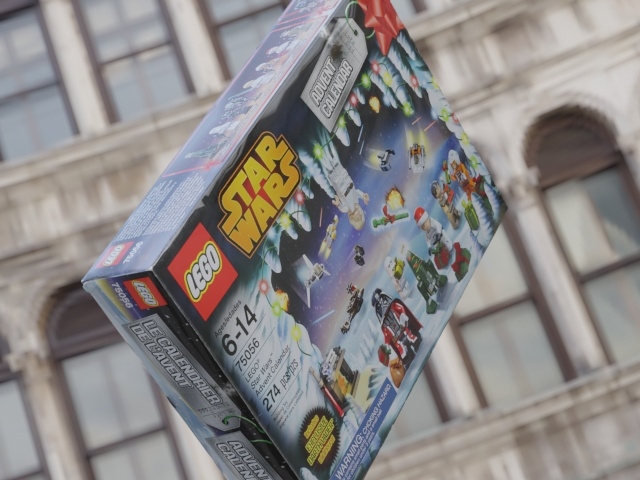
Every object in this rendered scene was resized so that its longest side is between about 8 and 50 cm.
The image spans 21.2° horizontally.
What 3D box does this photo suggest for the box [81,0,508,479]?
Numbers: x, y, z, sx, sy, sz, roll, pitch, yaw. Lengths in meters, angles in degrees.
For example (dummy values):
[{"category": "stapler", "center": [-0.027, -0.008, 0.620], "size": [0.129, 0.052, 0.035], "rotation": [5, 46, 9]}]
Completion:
[{"category": "box", "center": [0.000, 0.000, 0.475], "size": [0.027, 0.137, 0.094], "rotation": [-11, -56, 38]}]
